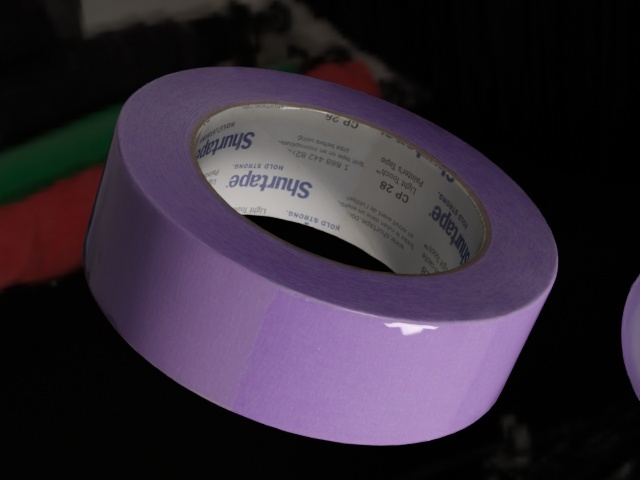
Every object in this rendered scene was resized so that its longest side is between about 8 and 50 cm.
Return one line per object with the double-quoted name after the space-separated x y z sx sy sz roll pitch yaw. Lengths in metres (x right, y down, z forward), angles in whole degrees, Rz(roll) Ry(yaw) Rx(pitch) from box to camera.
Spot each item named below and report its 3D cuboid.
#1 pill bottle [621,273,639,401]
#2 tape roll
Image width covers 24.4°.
0.317 0.048 0.939 0.245 0.130 0.130 -11 -154 -36 "pill bottle"
0.000 0.000 0.897 0.274 0.090 0.275 16 -150 -10 "tape roll"
